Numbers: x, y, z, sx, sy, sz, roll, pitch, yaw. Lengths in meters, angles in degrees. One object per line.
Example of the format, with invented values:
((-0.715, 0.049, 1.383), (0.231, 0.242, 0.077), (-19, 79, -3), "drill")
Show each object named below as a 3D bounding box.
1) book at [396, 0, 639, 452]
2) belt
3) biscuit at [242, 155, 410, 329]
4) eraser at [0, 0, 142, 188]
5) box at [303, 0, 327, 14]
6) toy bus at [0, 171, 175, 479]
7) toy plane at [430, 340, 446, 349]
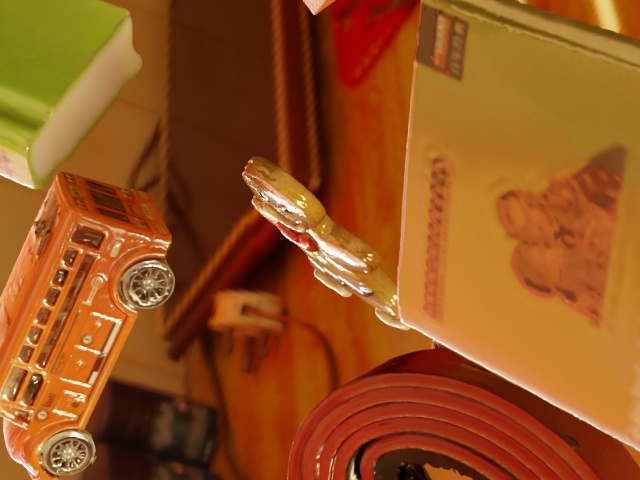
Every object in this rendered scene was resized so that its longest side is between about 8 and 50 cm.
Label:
((0.188, 0.018, 0.779), (0.352, 0.035, 0.239), (26, 128, 33), "book")
((0.132, 0.222, 1.089), (0.227, 0.324, 0.115), (-56, -13, 18), "belt")
((-0.001, 0.001, 1.311), (0.158, 0.240, 0.035), (27, 77, 41), "biscuit")
((-0.350, -0.186, 1.479), (0.210, 0.274, 0.092), (-58, -21, -31), "eraser")
((0.023, -0.487, 1.596), (0.318, 0.348, 0.257), (-38, 5, 0), "box")
((-0.284, 0.099, 1.577), (0.329, 0.153, 0.143), (-63, 28, 16), "toy bus")
((0.149, 0.107, 1.611), (0.130, 0.189, 0.061), (-41, 54, -15), "toy plane")
